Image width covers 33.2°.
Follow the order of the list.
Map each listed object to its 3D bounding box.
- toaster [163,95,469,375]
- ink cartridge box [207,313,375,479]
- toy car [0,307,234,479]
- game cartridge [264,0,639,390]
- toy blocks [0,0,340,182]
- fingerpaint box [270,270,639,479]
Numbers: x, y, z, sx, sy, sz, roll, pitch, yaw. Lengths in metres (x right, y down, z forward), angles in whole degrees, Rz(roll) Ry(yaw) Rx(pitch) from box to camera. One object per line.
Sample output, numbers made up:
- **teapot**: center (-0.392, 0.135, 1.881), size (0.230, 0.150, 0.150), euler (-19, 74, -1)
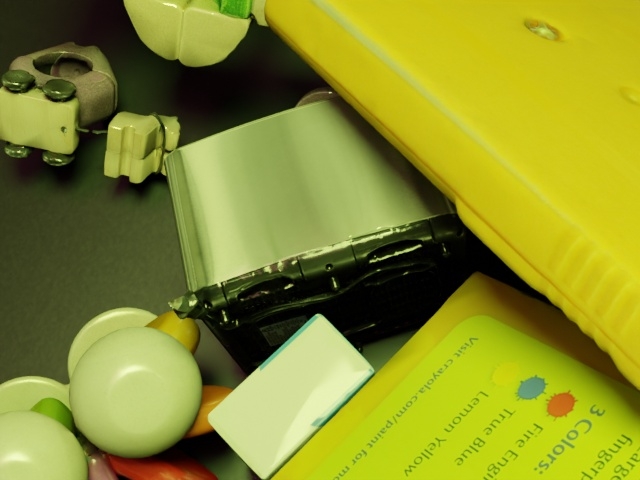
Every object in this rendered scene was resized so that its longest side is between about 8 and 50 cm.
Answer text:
- **toaster**: center (0.000, 0.000, 0.664), size (0.168, 0.186, 0.110), euler (-18, 68, 2)
- **ink cartridge box**: center (-0.009, 0.108, 0.648), size (0.088, 0.122, 0.052), euler (-43, 69, -11)
- **toy car**: center (-0.131, 0.132, 0.662), size (0.182, 0.159, 0.136), euler (-36, 101, -8)
- **game cartridge**: center (0.164, -0.059, 0.592), size (0.285, 0.053, 0.324), euler (-7, 43, -35)
- **toy blocks**: center (-0.064, -0.227, 0.794), size (0.288, 0.309, 0.260), euler (13, 34, 3)
- **fingerpaint box**: center (0.060, 0.265, 0.449), size (0.445, 0.163, 0.371), euler (-44, 31, -12)
